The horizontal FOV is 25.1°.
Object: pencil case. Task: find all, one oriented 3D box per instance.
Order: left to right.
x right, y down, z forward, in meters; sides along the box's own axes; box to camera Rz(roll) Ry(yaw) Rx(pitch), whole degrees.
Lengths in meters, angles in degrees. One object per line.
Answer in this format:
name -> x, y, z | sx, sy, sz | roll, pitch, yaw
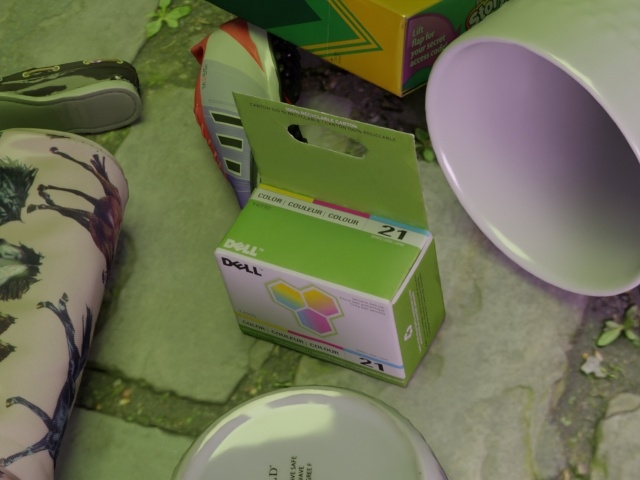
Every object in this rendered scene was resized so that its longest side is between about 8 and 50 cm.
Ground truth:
pencil case -> -0.309, 0.084, 1.373 | 0.183, 0.160, 0.410 | 5, 52, 4

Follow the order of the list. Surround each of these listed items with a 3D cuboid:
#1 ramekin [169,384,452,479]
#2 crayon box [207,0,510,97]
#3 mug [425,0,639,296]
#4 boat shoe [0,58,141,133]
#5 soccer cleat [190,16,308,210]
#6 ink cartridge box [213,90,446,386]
ramekin -> -0.008, 0.243, 1.200 | 0.273, 0.127, 0.273 | -6, 50, 7
crayon box -> 0.088, -0.319, 1.598 | 0.313, 0.106, 0.363 | 31, 46, 31
mug -> 0.339, -0.112, 1.357 | 0.328, 0.276, 0.374 | -36, 83, -27
boat shoe -> -0.317, -0.158, 1.633 | 0.227, 0.081, 0.069 | -7, 47, -3
soccer cleat -> -0.081, -0.120, 1.544 | 0.116, 0.108, 0.318 | -19, 47, 16
ink cartridge box -> 0.000, 0.000, 1.314 | 0.188, 0.255, 0.097 | 16, 56, 24
